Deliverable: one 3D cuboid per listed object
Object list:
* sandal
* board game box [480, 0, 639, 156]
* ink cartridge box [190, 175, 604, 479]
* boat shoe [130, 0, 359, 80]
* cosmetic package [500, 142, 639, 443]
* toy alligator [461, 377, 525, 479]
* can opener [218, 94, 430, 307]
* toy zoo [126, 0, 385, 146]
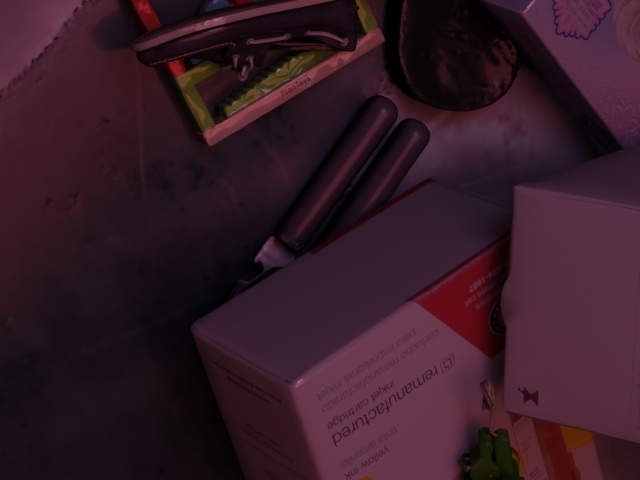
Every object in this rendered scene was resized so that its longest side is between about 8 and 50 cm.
[{"bbox_3d":[0.145,-0.334,1.458,0.167,0.107,0.446,-6,104,-22],"label":"sandal"},{"bbox_3d":[0.339,-0.238,1.543,0.318,0.066,0.319,-51,130,-5],"label":"board game box"},{"bbox_3d":[0.089,0.184,1.463,0.279,0.160,0.384,-33,122,-25],"label":"ink cartridge box"},{"bbox_3d":[-0.058,-0.167,1.393,0.206,0.075,0.065,-17,105,-24],"label":"boat shoe"},{"bbox_3d":[0.309,0.024,1.417,0.365,0.155,0.197,-21,117,-52],"label":"cosmetic package"},{"bbox_3d":[0.139,0.194,1.369,0.051,0.056,0.189,-14,120,11],"label":"toy alligator"},{"bbox_3d":[0.000,0.000,1.479,0.074,0.093,0.280,36,87,-13],"label":"can opener"},{"bbox_3d":[-0.085,-0.253,1.420,0.192,0.030,0.293,-33,112,-13],"label":"toy zoo"}]
